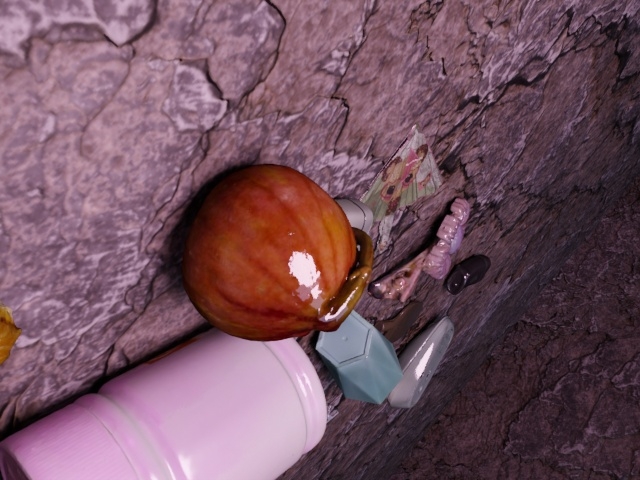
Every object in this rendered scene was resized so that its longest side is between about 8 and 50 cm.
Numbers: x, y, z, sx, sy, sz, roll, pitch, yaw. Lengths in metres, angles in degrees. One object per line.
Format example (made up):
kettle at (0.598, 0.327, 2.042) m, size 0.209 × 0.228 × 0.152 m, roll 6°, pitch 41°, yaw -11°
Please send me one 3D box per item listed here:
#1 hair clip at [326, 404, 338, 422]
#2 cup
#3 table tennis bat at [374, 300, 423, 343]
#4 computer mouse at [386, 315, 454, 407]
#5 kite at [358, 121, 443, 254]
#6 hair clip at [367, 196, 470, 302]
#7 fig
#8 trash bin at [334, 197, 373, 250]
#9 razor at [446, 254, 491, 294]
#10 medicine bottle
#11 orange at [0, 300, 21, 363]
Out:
hair clip at (-0.010, 0.435, 1.324) m, size 0.115 × 0.030 × 0.039 m, roll -49°, pitch 134°, yaw -10°
cup at (0.073, 0.217, 1.085) m, size 0.134 × 0.148 × 0.236 m, roll -23°, pitch 147°, yaw 3°
table tennis bat at (0.184, 0.198, 1.344) m, size 0.131 × 0.022 × 0.234 m, roll -57°, pitch 155°, yaw 12°
computer mouse at (0.266, 0.329, 1.544) m, size 0.288 × 0.097 × 0.159 m, roll -60°, pitch 152°, yaw -8°
kite at (0.127, -0.076, 0.928) m, size 0.323 × 0.013 × 0.268 m, roll -27°, pitch 143°, yaw -39°
hair clip at (0.221, 0.034, 1.143) m, size 0.300 × 0.069 × 0.173 m, roll -39°, pitch 150°, yaw -24°
fig at (-0.041, 0.020, 0.595) m, size 0.205 × 0.205 × 0.205 m, roll -37°, pitch 149°, yaw -26°
trash bin at (0.000, 0.000, 0.775) m, size 0.130 × 0.059 × 0.116 m, roll -9°, pitch 131°, yaw -51°
razor at (0.384, 0.089, 1.475) m, size 0.148 × 0.054 × 0.090 m, roll -19°, pitch 138°, yaw -45°
medicine bottle at (-0.166, 0.234, 0.646) m, size 0.316 × 0.202 × 0.202 m, roll -23°, pitch 142°, yaw -42°
orange at (-0.296, 0.085, 0.368) m, size 0.160 × 0.112 × 0.170 m, roll -55°, pitch -174°, yaw -6°
